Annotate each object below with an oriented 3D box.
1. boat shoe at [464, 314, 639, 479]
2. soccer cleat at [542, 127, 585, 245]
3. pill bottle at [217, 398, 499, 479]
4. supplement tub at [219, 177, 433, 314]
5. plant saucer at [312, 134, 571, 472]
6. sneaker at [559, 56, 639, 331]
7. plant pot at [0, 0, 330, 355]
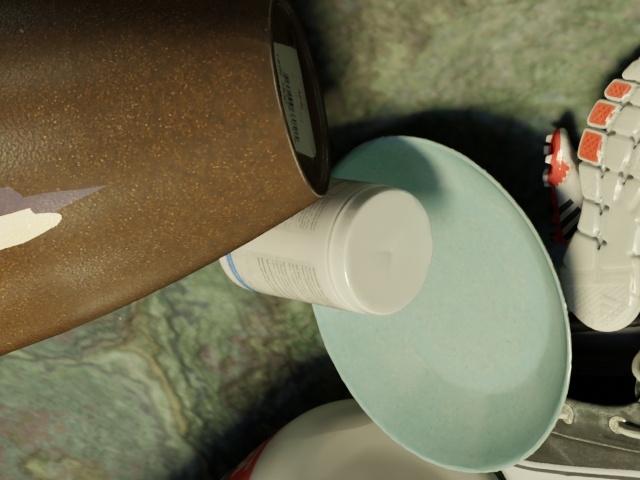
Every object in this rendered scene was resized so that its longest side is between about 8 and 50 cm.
[{"bbox_3d":[0.210,0.077,0.888,0.306,0.113,0.105,-3,127,45],"label":"boat shoe"},{"bbox_3d":[0.138,-0.029,0.872,0.036,0.029,0.083,-2,135,11],"label":"soccer cleat"},{"bbox_3d":[-0.039,0.270,1.101,0.210,0.210,0.363,35,135,-13],"label":"pill bottle"},{"bbox_3d":[0.000,0.000,0.888,0.107,0.071,0.071,11,141,45],"label":"supplement tub"},{"bbox_3d":[0.071,0.032,0.907,0.195,0.037,0.195,23,123,40],"label":"plant saucer"},{"bbox_3d":[0.169,-0.031,0.844,0.061,0.065,0.157,32,121,28],"label":"sneaker"},{"bbox_3d":[-0.119,-0.051,0.842,0.231,0.215,0.215,-10,129,13],"label":"plant pot"}]
